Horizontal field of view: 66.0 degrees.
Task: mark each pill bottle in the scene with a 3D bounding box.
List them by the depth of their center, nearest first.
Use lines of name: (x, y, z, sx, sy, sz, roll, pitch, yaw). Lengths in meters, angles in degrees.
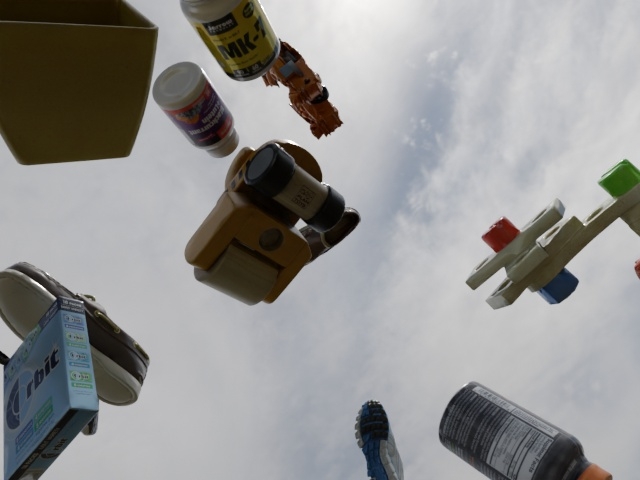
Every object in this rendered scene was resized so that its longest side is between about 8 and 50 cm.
pill bottle: (0.325, 0.342, 0.794, 0.130, 0.245, 0.131, -18, -61, -36)
pill bottle: (-0.156, -0.375, 0.816, 0.119, 0.119, 0.208, -45, -28, -3)
pill bottle: (-0.238, -0.251, 0.987, 0.108, 0.108, 0.193, -43, -30, -5)

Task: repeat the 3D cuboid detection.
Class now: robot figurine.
robot figurine: (-0.072, -0.345, 1.025, 0.085, 0.291, 0.211, -40, -33, 2)

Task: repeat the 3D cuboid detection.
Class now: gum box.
gum box: (-0.366, 0.195, 0.659, 0.157, 0.184, 0.041, -47, -42, 15)

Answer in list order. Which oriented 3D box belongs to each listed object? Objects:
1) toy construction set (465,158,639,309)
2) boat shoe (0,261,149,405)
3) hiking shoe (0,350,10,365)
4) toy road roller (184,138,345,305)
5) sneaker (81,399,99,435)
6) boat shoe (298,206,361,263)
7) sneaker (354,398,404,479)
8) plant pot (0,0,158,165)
toy construction set: (0.301, 0.051, 0.415, 0.151, 0.327, 0.215, -57, 1, -37)
boat shoe: (-0.417, 0.153, 0.852, 0.116, 0.097, 0.324, -21, -59, 21)
hiking shoe: (-0.501, 0.131, 0.598, 0.086, 0.114, 0.227, -55, -19, 15)
toy road roller: (-0.129, -0.056, 1.030, 0.202, 0.240, 0.330, 34, -83, -35)
sneaker: (-0.574, 0.392, 1.176, 0.081, 0.211, 0.080, 3, -74, -31)
boat shoe: (-0.005, -0.007, 1.316, 0.257, 0.095, 0.095, -38, -79, -4)
sneaker: (0.119, 0.405, 0.945, 0.071, 0.191, 0.083, -20, -28, 22)
plant pot: (-0.352, -0.220, 0.670, 0.212, 0.212, 0.187, -11, -51, -31)
